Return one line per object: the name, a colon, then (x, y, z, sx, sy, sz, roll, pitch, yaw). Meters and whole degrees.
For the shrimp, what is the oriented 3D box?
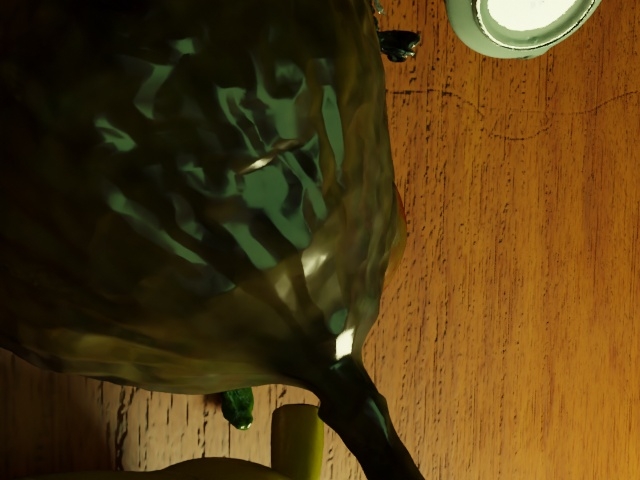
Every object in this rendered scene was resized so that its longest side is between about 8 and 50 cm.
shrimp: (0.032, -0.220, 0.872, 0.082, 0.076, 0.174, -73, 156, -54)

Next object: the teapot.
teapot: (0.172, -0.259, 1.000, 0.159, 0.159, 0.232, -56, 146, -30)

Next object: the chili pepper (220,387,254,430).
chili pepper: (-0.068, 0.099, 0.828, 0.030, 0.034, 0.091, -15, 111, -15)

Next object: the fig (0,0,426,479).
fig: (-0.033, 0.007, 0.591, 0.368, 0.286, 0.286, 50, 45, 8)

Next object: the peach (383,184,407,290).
peach: (0.007, 0.004, 0.830, 0.118, 0.151, 0.151, 45, 60, -29)

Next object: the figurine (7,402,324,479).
figurine: (-0.104, 0.224, 0.692, 0.327, 0.169, 0.218, 7, 104, -49)
